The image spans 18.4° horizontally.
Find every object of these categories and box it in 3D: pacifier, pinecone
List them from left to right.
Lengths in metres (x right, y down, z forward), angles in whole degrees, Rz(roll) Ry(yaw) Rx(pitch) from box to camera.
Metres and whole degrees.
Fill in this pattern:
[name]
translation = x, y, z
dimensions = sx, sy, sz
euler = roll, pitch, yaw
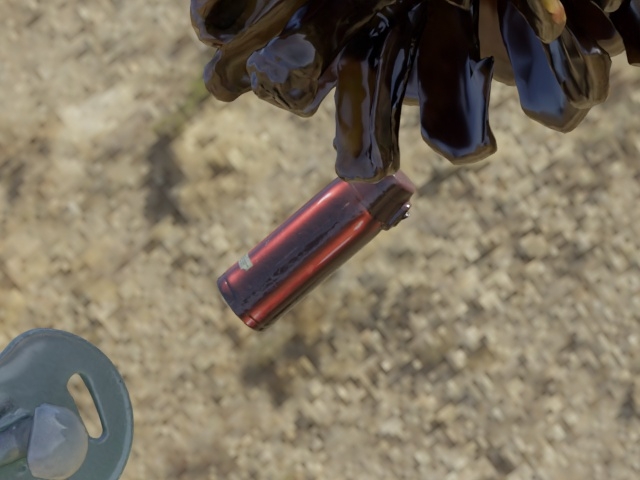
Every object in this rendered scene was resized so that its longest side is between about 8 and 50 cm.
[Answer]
[pacifier]
translation = -0.159, 0.117, 1.075
dimensions = 0.150, 0.127, 0.116
euler = -17, 6, -29
[pinecone]
translation = 0.076, -0.192, 1.100
dimensions = 0.384, 0.384, 0.384
euler = -27, 31, 18

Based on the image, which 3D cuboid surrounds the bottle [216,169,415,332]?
[bottle]
translation = 0.000, 0.000, 1.500
dimensions = 0.164, 0.060, 0.060
euler = -41, 28, 12
